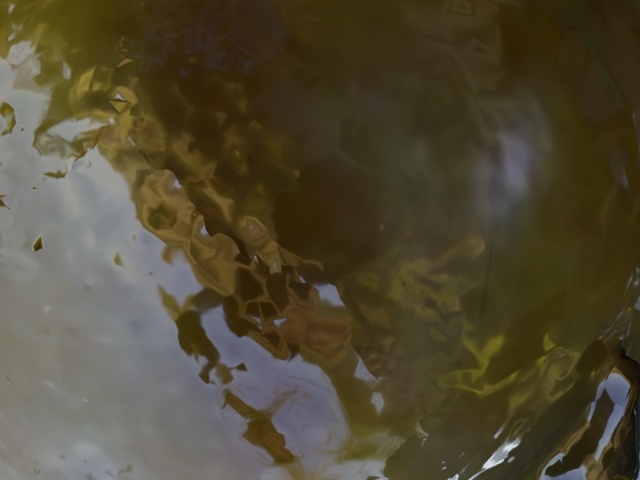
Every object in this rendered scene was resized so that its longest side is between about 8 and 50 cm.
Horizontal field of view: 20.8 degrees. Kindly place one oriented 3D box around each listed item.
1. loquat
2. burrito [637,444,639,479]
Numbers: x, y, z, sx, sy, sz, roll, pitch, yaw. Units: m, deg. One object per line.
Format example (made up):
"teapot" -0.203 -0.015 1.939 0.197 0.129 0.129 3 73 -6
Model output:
"loquat" 0.000 0.000 0.642 0.359 0.328 0.328 50 -164 6
"burrito" 0.172 0.159 1.044 0.059 0.082 0.275 20 174 8
